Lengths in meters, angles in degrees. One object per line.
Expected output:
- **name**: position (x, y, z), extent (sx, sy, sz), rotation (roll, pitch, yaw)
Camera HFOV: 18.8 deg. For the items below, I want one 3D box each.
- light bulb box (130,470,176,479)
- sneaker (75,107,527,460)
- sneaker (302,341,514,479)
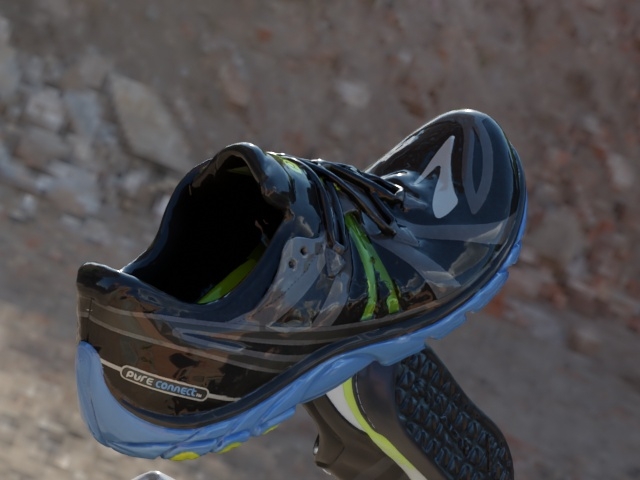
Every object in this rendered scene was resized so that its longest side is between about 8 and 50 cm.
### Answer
- **light bulb box**: position (-0.086, 0.324, 0.847), extent (0.361, 0.358, 0.225), rotation (41, 25, -50)
- **sneaker**: position (0.000, 0.000, 0.610), extent (0.188, 0.078, 0.067), rotation (-30, 32, -36)
- **sneaker**: position (0.047, 0.127, 1.211), extent (0.097, 0.084, 0.234), rotation (0, -42, 31)
